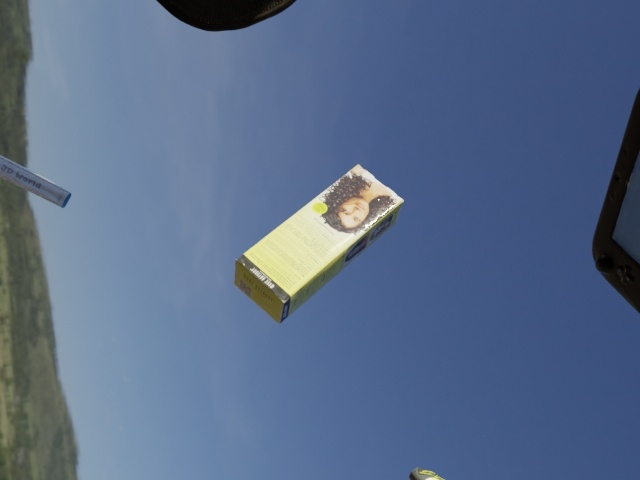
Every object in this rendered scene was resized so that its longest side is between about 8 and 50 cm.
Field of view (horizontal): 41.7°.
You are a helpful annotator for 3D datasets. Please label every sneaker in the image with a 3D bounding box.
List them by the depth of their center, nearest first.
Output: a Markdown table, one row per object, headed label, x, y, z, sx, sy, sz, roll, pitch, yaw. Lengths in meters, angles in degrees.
| label | x | y | z | sx | sy | sz | roll | pitch | yaw |
| --- | --- | --- | --- | --- | --- | --- | --- | --- | --- |
| sneaker | 0.124 | 0.264 | 0.905 | 0.035 | 0.031 | 0.083 | 41 | -3 | 41 |

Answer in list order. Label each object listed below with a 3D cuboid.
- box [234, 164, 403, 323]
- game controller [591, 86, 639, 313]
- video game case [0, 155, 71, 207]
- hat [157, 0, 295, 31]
| label | x | y | z | sx | sy | sz | roll | pitch | yaw |
| --- | --- | --- | --- | --- | --- | --- | --- | --- | --- |
| box | 0.000 | 0.000 | 1.081 | 0.087 | 0.232 | 0.058 | 39 | -31 | 18 |
| game controller | 0.418 | -0.041 | 1.025 | 0.166 | 0.067 | 0.319 | -113 | -164 | -45 |
| video game case | -0.284 | -0.076 | 0.657 | 0.015 | 0.166 | 0.119 | -62 | -151 | -4 |
| hat | -0.133 | -0.398 | 0.905 | 0.134 | 0.331 | 0.331 | -27 | 116 | -67 |
